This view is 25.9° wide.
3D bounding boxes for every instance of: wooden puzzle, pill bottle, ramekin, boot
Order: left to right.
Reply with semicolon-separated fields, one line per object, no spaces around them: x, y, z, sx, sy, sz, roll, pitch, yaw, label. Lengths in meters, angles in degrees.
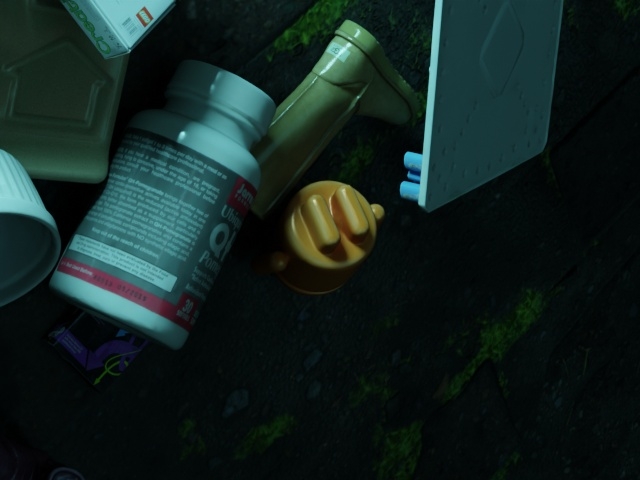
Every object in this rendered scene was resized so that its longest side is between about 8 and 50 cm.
-0.384;-0.012;1.443;0.207;0.109;0.207;-19;153;-10;ramekin
-0.345;-0.247;1.489;0.322;0.080;0.348;3;101;-44;wooden puzzle
-0.177;-0.046;1.649;0.176;0.176;0.318;34;77;-46;pill bottle
-0.005;-0.137;1.851;0.269;0.089;0.236;-51;145;-4;boot

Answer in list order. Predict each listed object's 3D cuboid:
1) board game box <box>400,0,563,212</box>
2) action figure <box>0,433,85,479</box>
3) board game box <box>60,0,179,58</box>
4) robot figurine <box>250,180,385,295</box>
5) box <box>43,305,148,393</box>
0.238;-0.274;1.967;0.390;0.050;0.390;-26;126;-52;board game box
-0.405;0.269;1.630;0.370;0.248;0.276;47;31;-57;action figure
-0.246;-0.368;1.446;0.305;0.053;0.193;54;53;-24;board game box
-0.002;0.000;1.842;0.158;0.128;0.219;-61;-178;-23;robot figurine
-0.258;0.099;1.753;0.162;0.029;0.116;-51;134;-16;box
